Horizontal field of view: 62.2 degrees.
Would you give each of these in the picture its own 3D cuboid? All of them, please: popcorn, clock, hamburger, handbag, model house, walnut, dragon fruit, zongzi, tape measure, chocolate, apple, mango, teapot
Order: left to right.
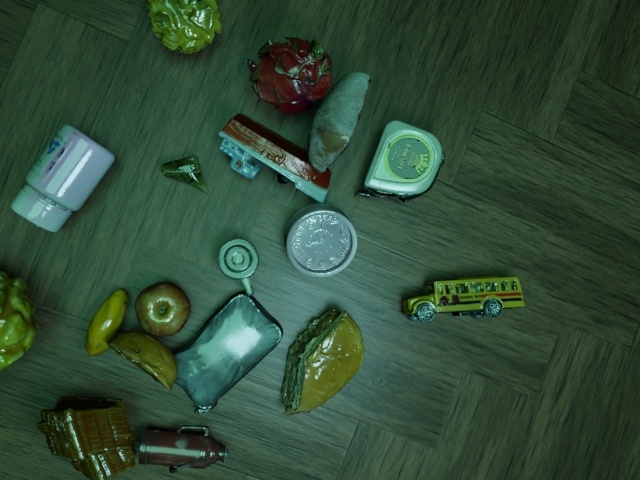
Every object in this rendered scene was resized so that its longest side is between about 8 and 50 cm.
[{"bbox_3d":[-0.848,0.189,1.248,0.325,0.321,0.290,31,86,-26],"label":"popcorn"},{"bbox_3d":[-0.587,0.501,1.340,0.219,0.229,0.199,-6,86,-8],"label":"model house"},{"bbox_3d":[-0.564,0.218,1.402,0.075,0.098,0.190,29,81,-17],"label":"mango"},{"bbox_3d":[-0.441,0.295,1.370,0.211,0.167,0.087,30,62,14],"label":"walnut"},{"bbox_3d":[-0.419,0.182,1.407,0.146,0.131,0.146,1,87,-10],"label":"apple"},{"bbox_3d":[-0.374,-0.167,1.457,0.104,0.052,0.113,-16,106,-1],"label":"zongzi"},{"bbox_3d":[-0.354,-0.605,1.390,0.189,0.169,0.218,-14,99,-7],"label":"popcorn"},{"bbox_3d":[-0.270,0.308,1.465,0.332,0.075,0.191,-44,100,-9],"label":"handbag"},{"bbox_3d":[-0.210,0.066,1.451,0.149,0.108,0.111,43,82,-2],"label":"teapot"},{"bbox_3d":[-0.083,-0.430,1.401,0.192,0.274,0.193,-34,103,-44],"label":"dragon fruit"},{"bbox_3d":[0.000,0.000,1.470,0.197,0.068,0.197,-3,110,-8],"label":"clock"},{"bbox_3d":[0.008,0.332,1.468,0.245,0.155,0.282,-4,96,-16],"label":"hamburger"},{"bbox_3d":[0.036,-0.323,1.391,0.100,0.185,0.303,27,53,-10],"label":"chocolate"},{"bbox_3d":[0.236,-0.202,1.517,0.207,0.115,0.235,21,91,-3],"label":"tape measure"}]

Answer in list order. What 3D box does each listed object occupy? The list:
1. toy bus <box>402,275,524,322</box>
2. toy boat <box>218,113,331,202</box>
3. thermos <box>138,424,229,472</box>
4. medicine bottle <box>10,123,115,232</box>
[{"bbox_3d":[0.408,0.169,1.540,0.335,0.121,0.123,-2,82,-9],"label":"toy bus"},{"bbox_3d":[-0.124,-0.207,1.450,0.332,0.145,0.133,29,110,-6],"label":"toy boat"},{"bbox_3d":[-0.363,0.561,1.435,0.232,0.099,0.124,8,88,-7],"label":"thermos"},{"bbox_3d":[-0.659,-0.158,1.358,0.152,0.152,0.254,36,86,-7],"label":"medicine bottle"}]
